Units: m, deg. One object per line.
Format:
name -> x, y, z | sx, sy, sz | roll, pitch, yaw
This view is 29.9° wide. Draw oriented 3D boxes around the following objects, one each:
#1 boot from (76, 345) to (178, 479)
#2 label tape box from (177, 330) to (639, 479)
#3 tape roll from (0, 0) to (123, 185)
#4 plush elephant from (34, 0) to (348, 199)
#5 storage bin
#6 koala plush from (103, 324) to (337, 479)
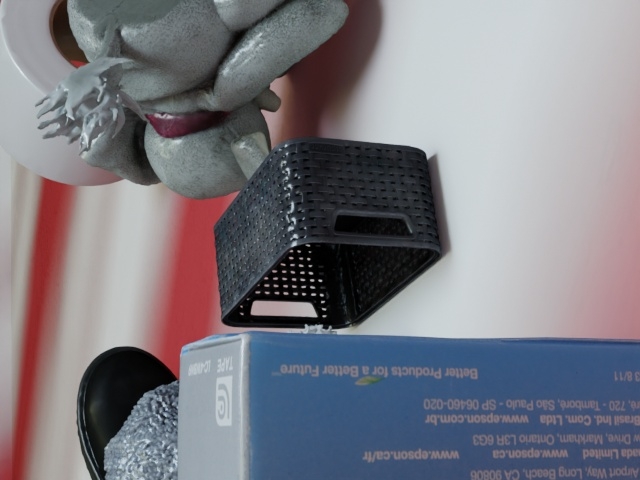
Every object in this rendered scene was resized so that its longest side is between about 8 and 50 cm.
boot -> -0.152, 0.218, 1.224 | 0.260, 0.131, 0.348 | 114, 139, -53
label tape box -> 0.060, 0.222, 0.579 | 0.115, 0.249, 0.348 | 163, 109, -65
tape roll -> -0.277, -0.209, 1.447 | 0.169, 0.246, 0.246 | 133, 136, -56
plush elephant -> -0.098, -0.151, 1.062 | 0.330, 0.271, 0.255 | -61, -27, -23
storage bin -> 0.000, 0.000, 0.916 | 0.180, 0.122, 0.084 | 133, 135, -57
koala plush -> -0.038, 0.172, 0.929 | 0.221, 0.203, 0.196 | -23, 66, 52
